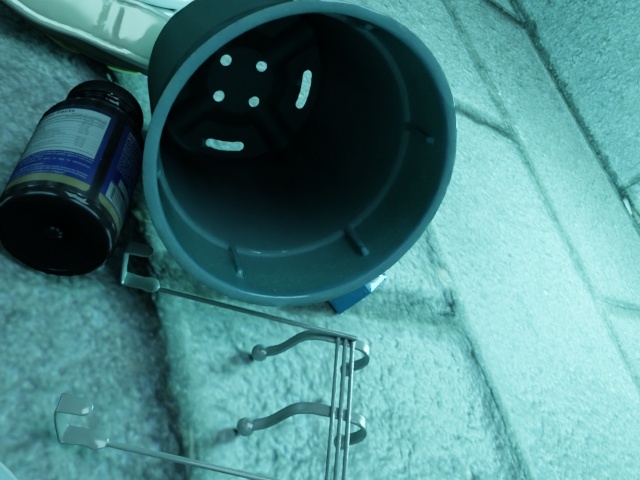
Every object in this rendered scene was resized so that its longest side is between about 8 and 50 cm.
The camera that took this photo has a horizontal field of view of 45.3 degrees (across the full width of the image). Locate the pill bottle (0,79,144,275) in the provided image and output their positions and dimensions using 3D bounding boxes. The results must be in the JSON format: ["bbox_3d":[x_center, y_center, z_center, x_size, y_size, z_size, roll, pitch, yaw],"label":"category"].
[{"bbox_3d":[-0.261,-0.078,0.838,0.123,0.123,0.219,34,36,-26],"label":"pill bottle"}]

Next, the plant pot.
[{"bbox_3d":[-0.062,-0.149,0.933,0.341,0.341,0.334,30,14,-30],"label":"plant pot"}]

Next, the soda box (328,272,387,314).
[{"bbox_3d":[0.000,0.000,1.132,0.210,0.071,0.067,53,33,1],"label":"soda box"}]

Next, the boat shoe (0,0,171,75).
[{"bbox_3d":[-0.327,-0.305,1.007,0.305,0.091,0.109,25,75,-33],"label":"boat shoe"}]

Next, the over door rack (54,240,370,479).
[{"bbox_3d":[-0.103,0.165,0.832,0.324,0.108,0.239,24,38,-15],"label":"over door rack"}]

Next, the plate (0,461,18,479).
[{"bbox_3d":[-0.302,0.237,0.574,0.188,0.024,0.188,32,38,-29],"label":"plate"}]

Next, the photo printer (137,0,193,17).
[{"bbox_3d":[-0.318,-0.469,1.161,0.256,0.107,0.307,-1,59,-51],"label":"photo printer"}]
